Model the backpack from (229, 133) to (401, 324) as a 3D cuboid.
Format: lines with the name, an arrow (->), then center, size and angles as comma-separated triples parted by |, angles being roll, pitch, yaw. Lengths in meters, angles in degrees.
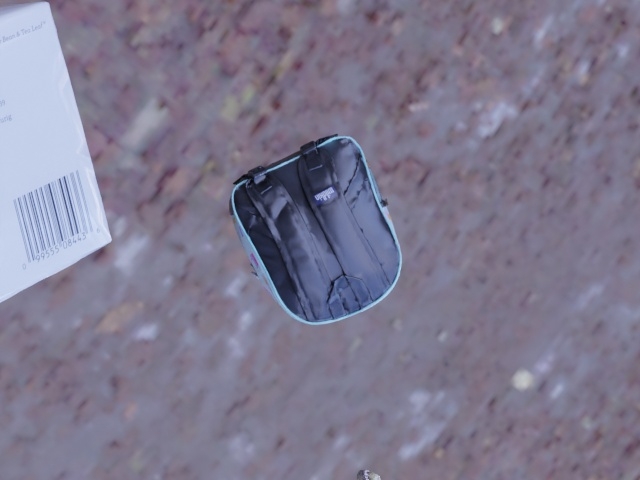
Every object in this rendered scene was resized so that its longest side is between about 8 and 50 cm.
backpack -> 0.000, 0.000, 1.755 | 0.166, 0.188, 0.144 | -26, 172, -7

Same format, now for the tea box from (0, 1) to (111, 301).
tea box -> -0.412, -0.041, 1.280 | 0.329, 0.323, 0.220 | -30, 115, -43

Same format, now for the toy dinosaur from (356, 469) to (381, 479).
toy dinosaur -> 0.121, 0.401, 1.961 | 0.064, 0.118, 0.268 | -19, 96, -68
